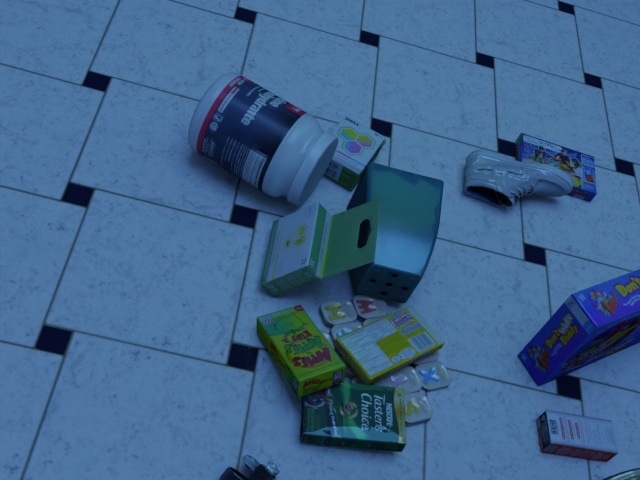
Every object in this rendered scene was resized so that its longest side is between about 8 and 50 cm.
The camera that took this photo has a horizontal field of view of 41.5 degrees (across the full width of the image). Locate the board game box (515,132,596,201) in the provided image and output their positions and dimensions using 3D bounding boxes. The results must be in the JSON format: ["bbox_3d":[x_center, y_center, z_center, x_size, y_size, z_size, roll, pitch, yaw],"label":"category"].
[{"bbox_3d":[0.582,-0.182,2.088,0.201,0.035,0.136,18,50,-5],"label":"board game box"}]

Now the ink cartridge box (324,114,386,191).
[{"bbox_3d":[0.075,-0.215,1.921,0.109,0.062,0.209,30,49,6],"label":"ink cartridge box"}]

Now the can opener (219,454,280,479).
[{"bbox_3d":[-0.036,0.452,1.360,0.280,0.074,0.093,38,85,14],"label":"can opener"}]

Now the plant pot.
[{"bbox_3d":[0.143,-0.003,1.714,0.166,0.165,0.234,14,52,-8],"label":"plant pot"}]

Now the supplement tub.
[{"bbox_3d":[-0.120,-0.211,1.764,0.272,0.191,0.191,31,49,6],"label":"supplement tub"}]

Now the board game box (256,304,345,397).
[{"bbox_3d":[-0.038,0.196,1.526,0.092,0.043,0.181,-14,39,-24],"label":"board game box"}]

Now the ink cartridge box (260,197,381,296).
[{"bbox_3d":[0.000,0.000,1.626,0.056,0.235,0.171,43,39,-33],"label":"ink cartridge box"}]

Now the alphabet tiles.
[{"bbox_3d":[0.104,0.226,1.608,0.278,0.021,0.284,-7,56,-24],"label":"alphabet tiles"}]

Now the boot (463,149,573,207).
[{"bbox_3d":[0.459,-0.121,1.972,0.259,0.095,0.123,14,55,3],"label":"boot"}]

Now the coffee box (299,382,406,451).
[{"bbox_3d":[0.058,0.308,1.491,0.184,0.040,0.113,8,52,-6],"label":"coffee box"}]

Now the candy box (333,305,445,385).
[{"bbox_3d":[0.132,0.195,1.599,0.206,0.027,0.105,-18,53,-38],"label":"candy box"}]

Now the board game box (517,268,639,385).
[{"bbox_3d":[0.593,0.155,1.694,0.347,0.233,0.078,-15,60,-29],"label":"board game box"}]

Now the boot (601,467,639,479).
[{"bbox_3d":[0.501,0.503,1.451,0.213,0.077,0.165,-30,65,-1],"label":"boot"}]

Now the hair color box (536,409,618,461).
[{"bbox_3d":[0.489,0.373,1.609,0.141,0.043,0.072,12,50,-11],"label":"hair color box"}]
